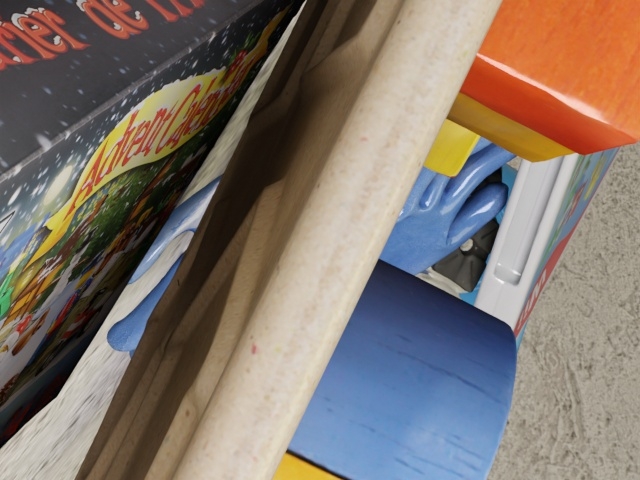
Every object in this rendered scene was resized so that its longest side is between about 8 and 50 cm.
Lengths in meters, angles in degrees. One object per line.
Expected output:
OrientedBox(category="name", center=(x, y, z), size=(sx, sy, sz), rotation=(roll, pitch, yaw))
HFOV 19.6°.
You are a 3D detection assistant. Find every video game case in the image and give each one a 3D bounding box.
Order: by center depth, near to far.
OrientedBox(category="video game case", center=(0.140, -0.089, 0.865), size=(0.204, 0.025, 0.285), rotation=(-57, 168, -34))

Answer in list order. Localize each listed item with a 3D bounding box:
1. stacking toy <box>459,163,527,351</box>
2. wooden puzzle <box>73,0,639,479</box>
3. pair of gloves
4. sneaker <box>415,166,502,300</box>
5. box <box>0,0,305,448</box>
OrientedBox(category="stacking toy", center=(0.023, 0.042, 1.392), size=(0.302, 0.166, 0.175), rotation=(-38, -152, 55))
OrientedBox(category="wooden puzzle", center=(0.012, -0.013, 0.489), size=(0.348, 0.080, 0.322), rotation=(-59, -173, -4))
OrientedBox(category="pair of gloves", center=(0.000, 0.000, 0.793), size=(0.198, 0.023, 0.159), rotation=(5, 129, -50))
OrientedBox(category="sneaker", center=(-0.012, 0.024, 0.954), size=(0.147, 0.130, 0.330), rotation=(56, -44, 49))
OrientedBox(category="box", center=(-0.091, 0.018, 0.380), size=(0.159, 0.044, 0.233), rotation=(-55, 176, 30))
